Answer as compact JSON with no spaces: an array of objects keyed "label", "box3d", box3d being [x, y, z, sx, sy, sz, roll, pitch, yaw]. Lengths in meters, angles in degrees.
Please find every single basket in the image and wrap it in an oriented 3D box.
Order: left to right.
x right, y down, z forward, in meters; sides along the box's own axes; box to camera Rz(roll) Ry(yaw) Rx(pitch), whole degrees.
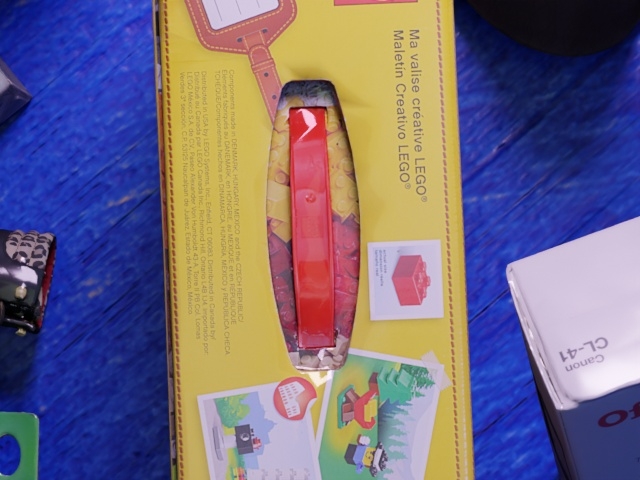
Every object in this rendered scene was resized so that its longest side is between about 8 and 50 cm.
[{"label":"basket","box3d":[0.179,-0.253,1.333,0.154,0.227,0.204,-38,85,-7]}]

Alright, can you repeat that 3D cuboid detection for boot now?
[{"label":"boot","box3d":[-0.305,0.045,1.390,0.178,0.236,0.085,10,120,-2]}]

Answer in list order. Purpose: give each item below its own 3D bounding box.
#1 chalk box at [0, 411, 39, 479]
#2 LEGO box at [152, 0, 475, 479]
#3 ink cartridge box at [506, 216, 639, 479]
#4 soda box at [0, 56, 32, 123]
[{"label":"chalk box","box3d":[-0.323,0.167,1.421,0.213,0.132,0.132,0,86,1]},{"label":"LEGO box","box3d":[0.000,0.000,1.298,0.193,0.372,0.500,-2,87,1]},{"label":"ink cartridge box","box3d":[0.274,0.108,1.310,0.226,0.306,0.131,-20,52,1]},{"label":"soda box","box3d":[-0.361,-0.199,1.461,0.098,0.091,0.286,-40,86,0]}]
